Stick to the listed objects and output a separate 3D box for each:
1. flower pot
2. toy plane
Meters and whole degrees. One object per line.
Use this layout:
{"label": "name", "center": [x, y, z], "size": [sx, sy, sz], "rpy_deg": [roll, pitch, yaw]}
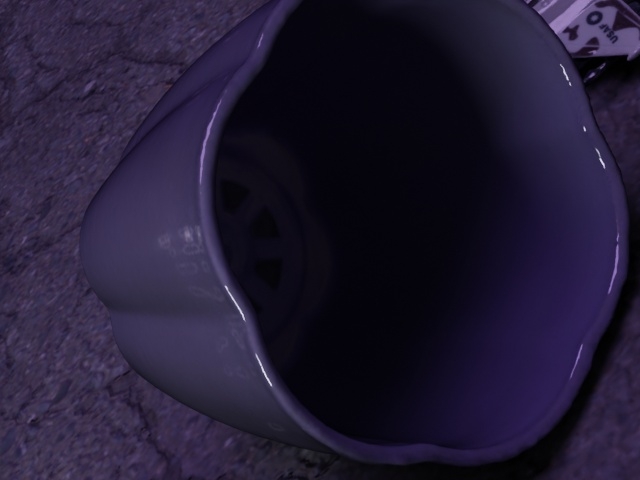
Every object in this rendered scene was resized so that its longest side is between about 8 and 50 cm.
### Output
{"label": "flower pot", "center": [0.000, 0.000, 0.880], "size": [0.243, 0.265, 0.265], "rpy_deg": [-15, 42, 59]}
{"label": "toy plane", "center": [0.146, -0.135, 1.006], "size": [0.234, 0.082, 0.160], "rpy_deg": [-51, 41, 18]}
